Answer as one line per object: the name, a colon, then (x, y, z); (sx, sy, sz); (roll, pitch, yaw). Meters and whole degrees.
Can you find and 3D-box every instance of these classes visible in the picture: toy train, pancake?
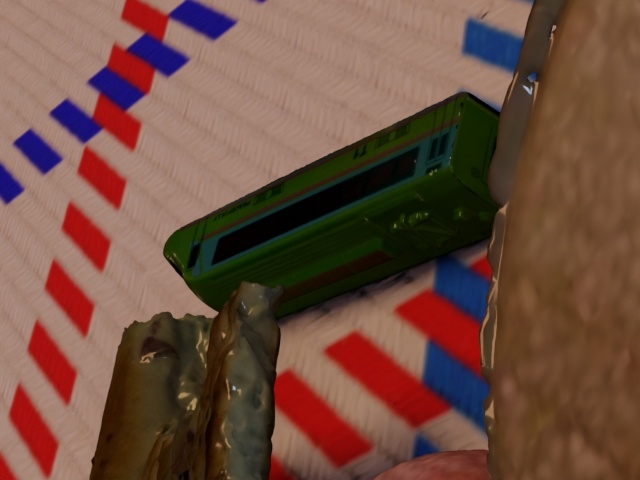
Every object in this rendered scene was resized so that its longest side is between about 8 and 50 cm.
toy train: (0.000, 0.000, 0.748); (0.209, 0.044, 0.042); (-24, 43, 49)
pancake: (-0.055, 0.103, 0.626); (0.376, 0.054, 0.197); (-123, 50, -77)

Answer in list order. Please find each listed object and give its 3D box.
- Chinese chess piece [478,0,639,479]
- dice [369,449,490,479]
Chinese chess piece: (0.135, 0.012, 0.340); (0.270, 0.112, 0.270); (-172, 90, -65)
dice: (0.042, 0.117, 0.496); (0.094, 0.093, 0.091); (-39, 32, 36)
